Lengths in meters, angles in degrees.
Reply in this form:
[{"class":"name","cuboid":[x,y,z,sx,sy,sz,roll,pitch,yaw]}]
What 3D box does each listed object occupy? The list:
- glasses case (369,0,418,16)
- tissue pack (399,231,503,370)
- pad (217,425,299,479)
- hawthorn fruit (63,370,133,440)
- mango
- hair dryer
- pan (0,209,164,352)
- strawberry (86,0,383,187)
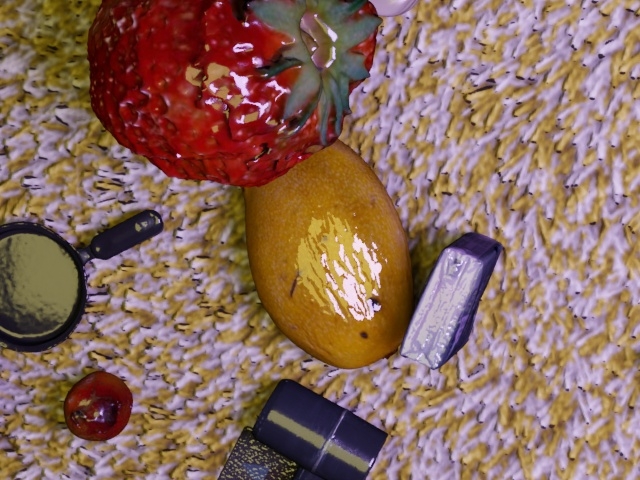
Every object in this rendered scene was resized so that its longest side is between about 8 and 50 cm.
[{"class":"glasses case","cuboid":[0.100,-0.300,1.534,0.083,0.050,0.196,43,102,5]},{"class":"tissue pack","cuboid":[0.125,0.053,1.524,0.051,0.156,0.112,24,101,10]},{"class":"pad","cuboid":[-0.015,0.299,1.658,0.211,0.003,0.143,28,101,5]},{"class":"hawthorn fruit","cuboid":[-0.226,0.170,1.641,0.077,0.077,0.077,1,98,9]},{"class":"mango","cuboid":[-0.001,0.002,1.562,0.157,0.109,0.262,-28,91,16]},{"class":"hair dryer","cuboid":[-0.033,0.257,1.624,0.124,0.071,0.219,27,104,6]},{"class":"pan","cuboid":[-0.258,0.027,1.649,0.235,0.028,0.136,-25,93,15]},{"class":"strawberry","cuboid":[-0.100,-0.161,1.470,0.288,0.250,0.238,0,63,38]}]
